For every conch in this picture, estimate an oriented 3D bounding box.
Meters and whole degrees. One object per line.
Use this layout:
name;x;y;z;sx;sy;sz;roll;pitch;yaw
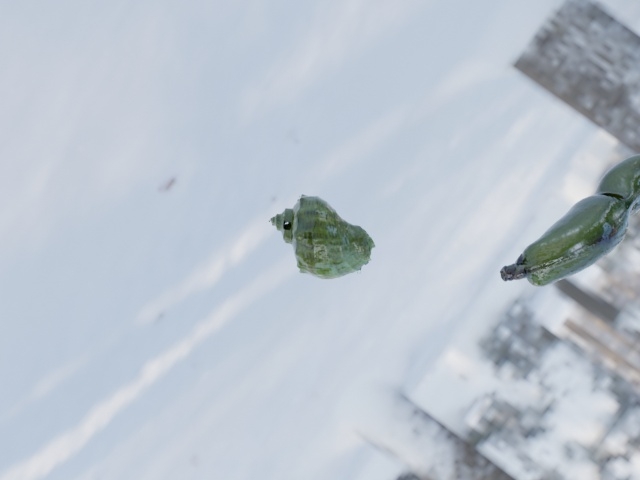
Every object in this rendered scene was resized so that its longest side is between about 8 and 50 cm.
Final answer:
conch;0.000;0.000;1.778;0.074;0.121;0.089;-59;164;-48

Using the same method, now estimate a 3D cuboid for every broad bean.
broad bean;0.235;-0.018;1.380;0.213;0.048;0.070;-35;-159;-20
